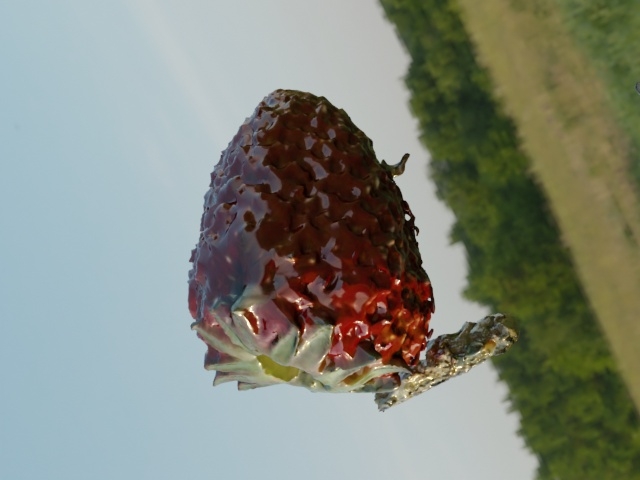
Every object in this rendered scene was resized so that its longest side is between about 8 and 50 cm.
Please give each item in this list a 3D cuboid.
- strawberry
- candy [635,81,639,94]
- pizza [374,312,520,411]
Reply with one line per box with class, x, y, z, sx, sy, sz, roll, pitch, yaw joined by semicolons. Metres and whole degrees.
strawberry;0.002;0.001;1.471;0.292;0.292;0.343;52;-132;-59
candy;0.548;-0.143;1.616;0.297;0.187;0.081;36;-135;-7
pizza;0.144;0.137;1.561;0.052;0.195;0.185;59;177;3
